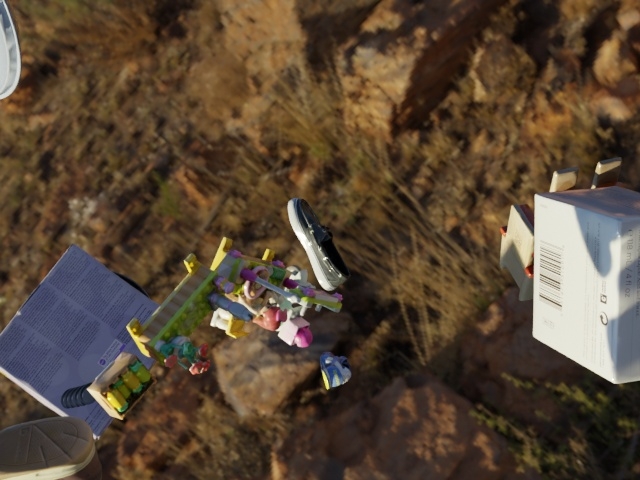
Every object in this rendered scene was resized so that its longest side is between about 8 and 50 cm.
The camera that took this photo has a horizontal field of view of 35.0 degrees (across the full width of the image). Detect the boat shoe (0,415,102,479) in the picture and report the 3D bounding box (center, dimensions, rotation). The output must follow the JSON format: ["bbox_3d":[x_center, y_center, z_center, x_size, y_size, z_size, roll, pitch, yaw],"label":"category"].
[{"bbox_3d":[-0.390,0.273,1.160,0.285,0.092,0.103,-11,34,2],"label":"boat shoe"}]

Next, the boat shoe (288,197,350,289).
[{"bbox_3d":[0.000,0.000,1.430,0.040,0.142,0.049,-28,-8,29],"label":"boat shoe"}]

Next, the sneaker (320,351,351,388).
[{"bbox_3d":[0.033,0.263,2.078,0.059,0.053,0.144,-18,13,1],"label":"sneaker"}]

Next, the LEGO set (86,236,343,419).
[{"bbox_3d":[-0.075,0.081,0.947,0.107,0.287,0.132,25,116,28],"label":"LEGO set"}]

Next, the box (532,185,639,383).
[{"bbox_3d":[0.331,0.042,1.135,0.182,0.119,0.181,-148,54,-70],"label":"box"}]

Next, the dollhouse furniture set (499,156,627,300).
[{"bbox_3d":[0.401,-0.005,1.480,0.259,0.135,0.262,-12,47,-13],"label":"dollhouse furniture set"}]

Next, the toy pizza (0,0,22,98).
[{"bbox_3d":[-0.289,-0.197,0.760,0.201,0.201,0.032,-3,34,50],"label":"toy pizza"}]

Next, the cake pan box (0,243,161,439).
[{"bbox_3d":[-0.409,0.173,1.780,0.267,0.245,0.070,-56,3,-19],"label":"cake pan box"}]
